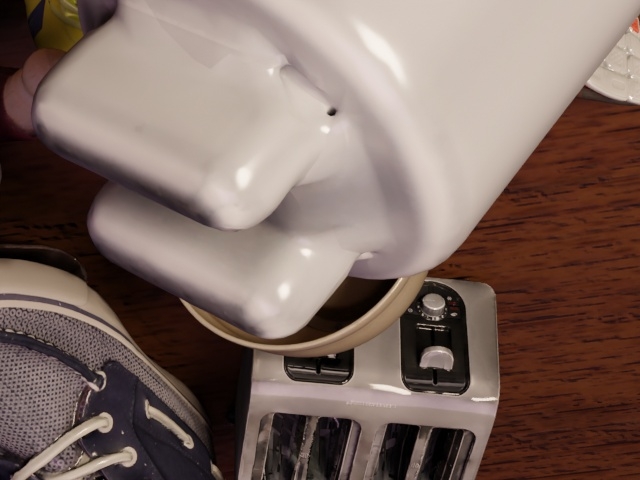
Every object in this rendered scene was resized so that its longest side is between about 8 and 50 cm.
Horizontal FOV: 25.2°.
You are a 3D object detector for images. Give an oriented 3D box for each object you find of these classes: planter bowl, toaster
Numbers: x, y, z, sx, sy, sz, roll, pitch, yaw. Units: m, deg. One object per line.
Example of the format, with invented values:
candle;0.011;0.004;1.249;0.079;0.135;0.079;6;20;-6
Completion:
planter bowl;0.000;0.000;0.863;0.162;0.162;0.109;-16;157;15
toaster;0.023;0.113;0.985;0.168;0.110;0.185;7;133;-5

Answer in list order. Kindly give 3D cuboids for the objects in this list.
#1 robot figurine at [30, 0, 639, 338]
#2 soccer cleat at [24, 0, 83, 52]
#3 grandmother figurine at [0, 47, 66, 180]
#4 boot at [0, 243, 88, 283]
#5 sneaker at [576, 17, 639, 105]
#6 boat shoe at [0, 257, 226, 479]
robot figurine;0.034;-0.125;0.636;0.200;0.353;0.300;27;152;26
soccer cleat;-0.102;-0.165;0.716;0.093;0.121;0.289;11;132;-10
grandmother figurine;-0.205;-0.128;0.758;0.104;0.208;0.342;-31;154;-34
boot;-0.295;0.063;0.914;0.207;0.090;0.248;-44;151;27
sneaker;0.122;-0.111;0.824;0.158;0.061;0.065;18;157;-14
boat shoe;-0.142;0.139;0.908;0.127;0.158;0.340;-34;148;9
